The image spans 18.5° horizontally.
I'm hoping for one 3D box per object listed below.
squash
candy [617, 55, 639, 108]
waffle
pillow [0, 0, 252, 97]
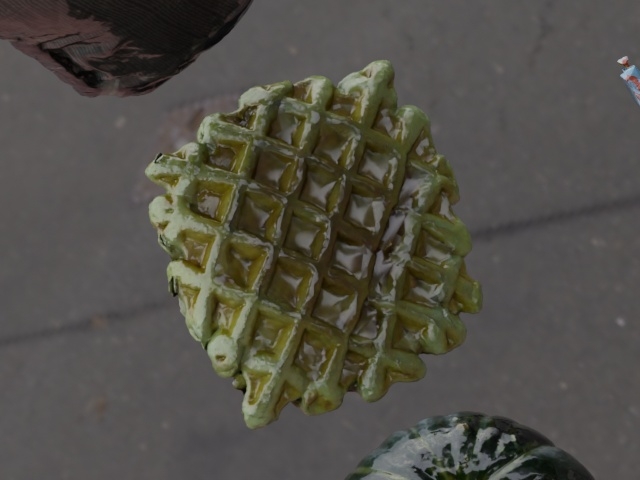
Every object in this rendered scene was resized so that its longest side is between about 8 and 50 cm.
[{"bbox_3d":[0.110,0.230,1.449,0.218,0.172,0.218,-10,43,9],"label":"squash"},{"bbox_3d":[0.297,-0.140,1.821,0.020,0.030,0.083,-27,57,-1],"label":"candy"},{"bbox_3d":[0.000,0.000,1.240,0.208,0.214,0.054,-22,-6,-25],"label":"waffle"},{"bbox_3d":[-0.126,-0.152,1.057,0.161,0.335,0.092,-30,74,17],"label":"pillow"}]
